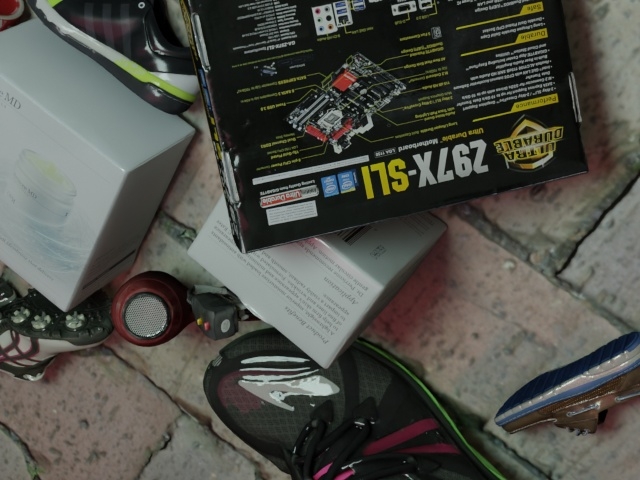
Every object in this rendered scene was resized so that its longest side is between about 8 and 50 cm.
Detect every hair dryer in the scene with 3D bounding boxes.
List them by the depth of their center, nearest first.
[{"bbox_3d":[-0.117,0.083,1.298,0.293,0.224,0.080,12,94,47],"label":"hair dryer"}]

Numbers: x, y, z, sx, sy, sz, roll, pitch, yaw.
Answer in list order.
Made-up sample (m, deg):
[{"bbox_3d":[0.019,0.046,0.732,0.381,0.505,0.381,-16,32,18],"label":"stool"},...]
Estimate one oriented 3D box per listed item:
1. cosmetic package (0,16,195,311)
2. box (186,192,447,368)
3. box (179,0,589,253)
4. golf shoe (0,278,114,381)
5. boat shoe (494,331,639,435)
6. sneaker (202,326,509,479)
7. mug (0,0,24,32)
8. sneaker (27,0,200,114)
[{"bbox_3d":[-0.295,-0.086,1.326,0.224,0.138,0.224,37,126,9],"label":"cosmetic package"},{"bbox_3d":[0.000,0.000,1.189,0.181,0.182,0.119,39,122,7],"label":"box"},{"bbox_3d":[0.055,-0.151,1.040,0.322,0.079,0.257,-14,104,-7],"label":"box"},{"bbox_3d":[-0.349,0.113,1.487,0.273,0.105,0.120,0,127,34],"label":"golf shoe"},{"bbox_3d":[0.257,0.160,1.193,0.183,0.066,0.066,-32,95,34],"label":"boat shoe"},{"bbox_3d":[0.059,0.245,1.219,0.483,0.202,0.185,34,105,25],"label":"sneaker"},{"bbox_3d":[-0.432,-0.242,1.357,0.150,0.113,0.169,48,121,0],"label":"mug"},{"bbox_3d":[-0.206,-0.230,1.276,0.235,0.084,0.097,37,101,7],"label":"sneaker"}]
